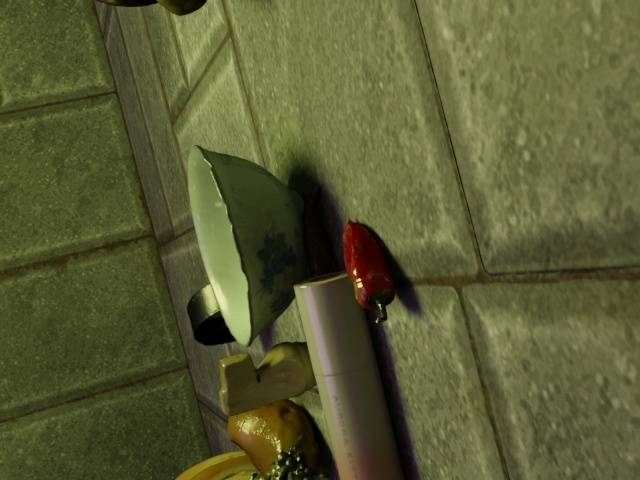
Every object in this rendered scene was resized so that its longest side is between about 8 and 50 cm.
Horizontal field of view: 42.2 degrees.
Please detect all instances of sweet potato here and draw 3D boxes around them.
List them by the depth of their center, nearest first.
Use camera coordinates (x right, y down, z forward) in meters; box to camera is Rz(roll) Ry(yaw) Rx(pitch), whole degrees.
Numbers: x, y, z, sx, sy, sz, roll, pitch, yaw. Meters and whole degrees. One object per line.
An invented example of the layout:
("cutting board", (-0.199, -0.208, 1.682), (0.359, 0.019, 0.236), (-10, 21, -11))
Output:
("sweet potato", (-0.004, -0.001, 1.181), (0.041, 0.038, 0.153), (-5, 91, 48))

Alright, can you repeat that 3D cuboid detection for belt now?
("belt", (-0.185, 0.143, 1.668), (0.198, 0.151, 0.078), (121, 137, -53))

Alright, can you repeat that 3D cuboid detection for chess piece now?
("chess piece", (-0.050, 0.189, 1.197), (0.090, 0.201, 0.090), (165, 90, -72))

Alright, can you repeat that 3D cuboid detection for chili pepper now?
("chili pepper", (0.057, 0.035, 0.997), (0.191, 0.050, 0.059), (-106, 10, -49))

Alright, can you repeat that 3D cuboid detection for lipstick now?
("lipstick", (0.043, 0.207, 1.115), (0.087, 0.087, 0.326), (-178, 74, -72))

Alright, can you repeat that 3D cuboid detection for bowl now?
("bowl", (-0.092, -0.004, 1.262), (0.313, 0.146, 0.313), (166, 90, -74))

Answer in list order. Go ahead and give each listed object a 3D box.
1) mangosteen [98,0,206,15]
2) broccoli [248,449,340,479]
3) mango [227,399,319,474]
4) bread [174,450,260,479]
("mangosteen", (-0.250, -0.479, 1.181), (0.347, 0.307, 0.306), (28, 138, 25))
("broccoli", (0.002, 0.475, 1.223), (0.334, 0.272, 0.323), (53, 136, 45))
("mango", (-0.086, 0.371, 1.550), (0.151, 0.156, 0.249), (-66, 23, 0))
("bread", (-0.156, 0.529, 1.632), (0.270, 0.316, 0.211), (-122, 27, -58))
